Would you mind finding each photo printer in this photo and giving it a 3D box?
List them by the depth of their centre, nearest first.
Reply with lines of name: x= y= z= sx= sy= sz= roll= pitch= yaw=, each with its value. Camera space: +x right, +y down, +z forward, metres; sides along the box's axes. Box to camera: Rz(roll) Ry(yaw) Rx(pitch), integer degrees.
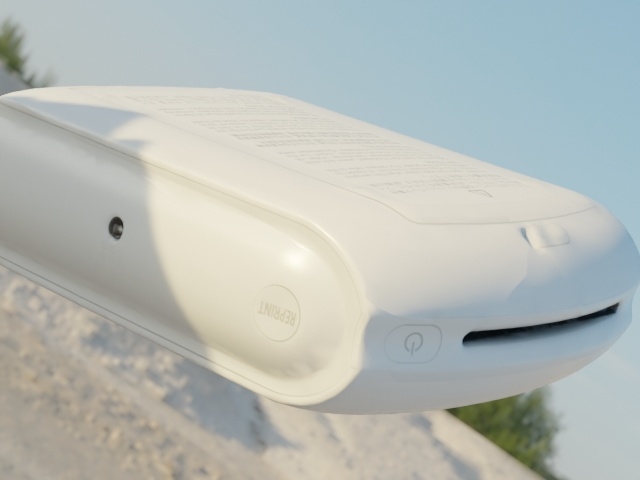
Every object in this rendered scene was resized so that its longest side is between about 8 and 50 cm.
photo printer: x=0.000 y=0.000 z=0.876 sx=0.307 sy=0.107 sz=0.256 roll=22 pitch=17 yaw=38
